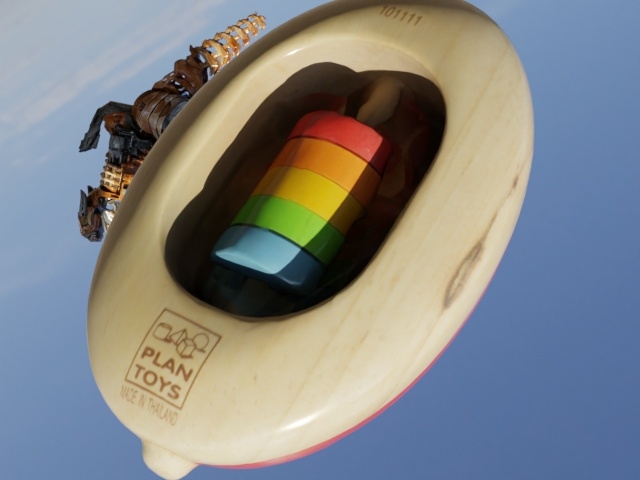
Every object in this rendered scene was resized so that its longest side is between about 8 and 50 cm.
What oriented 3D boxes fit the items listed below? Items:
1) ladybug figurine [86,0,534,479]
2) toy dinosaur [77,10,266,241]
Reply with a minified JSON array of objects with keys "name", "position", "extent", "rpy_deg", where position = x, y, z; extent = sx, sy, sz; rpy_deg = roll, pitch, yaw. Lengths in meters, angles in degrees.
[{"name":"ladybug figurine","position":[0.000,0.000,1.065],"extent":[0.305,0.162,0.449],"rpy_deg":[24,-113,30]},{"name":"toy dinosaur","position":[-0.161,-0.117,1.605],"extent":[0.322,0.218,0.164],"rpy_deg":[-56,-179,31]}]
